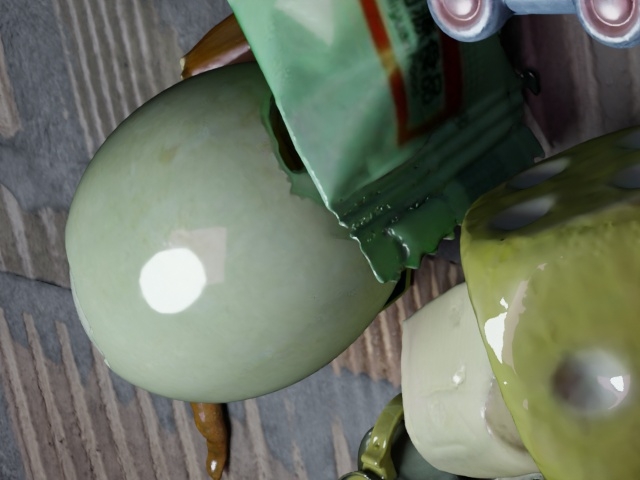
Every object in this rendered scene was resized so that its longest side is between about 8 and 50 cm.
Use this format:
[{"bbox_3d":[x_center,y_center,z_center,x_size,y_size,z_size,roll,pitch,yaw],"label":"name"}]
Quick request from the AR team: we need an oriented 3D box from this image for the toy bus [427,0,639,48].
[{"bbox_3d":[0.208,-0.275,1.467,0.294,0.197,0.232,8,111,43],"label":"toy bus"}]

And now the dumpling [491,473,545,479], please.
[{"bbox_3d":[0.217,0.268,1.880,0.199,0.118,0.136,-24,83,22],"label":"dumpling"}]

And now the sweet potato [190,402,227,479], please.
[{"bbox_3d":[-0.127,0.193,2.214,0.044,0.044,0.179,9,128,41],"label":"sweet potato"}]

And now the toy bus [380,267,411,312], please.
[{"bbox_3d":[0.000,0.000,1.922,0.175,0.088,0.101,25,131,30],"label":"toy bus"}]

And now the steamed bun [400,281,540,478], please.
[{"bbox_3d":[0.175,0.115,1.797,0.225,0.170,0.200,164,108,-65],"label":"steamed bun"}]

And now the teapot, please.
[{"bbox_3d":[0.079,0.232,1.978,0.130,0.119,0.166,17,126,35],"label":"teapot"}]

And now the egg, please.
[{"bbox_3d":[-0.087,0.004,1.744,0.336,0.278,0.278,-36,89,33],"label":"egg"}]

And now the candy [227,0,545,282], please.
[{"bbox_3d":[0.032,-0.186,1.634,0.172,0.263,0.398,-15,105,58],"label":"candy"}]

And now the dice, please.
[{"bbox_3d":[0.250,0.046,1.538,0.233,0.238,0.227,-21,105,12],"label":"dice"}]

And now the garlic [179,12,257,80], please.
[{"bbox_3d":[-0.025,-0.179,1.813,0.128,0.115,0.206,31,145,-29],"label":"garlic"}]
